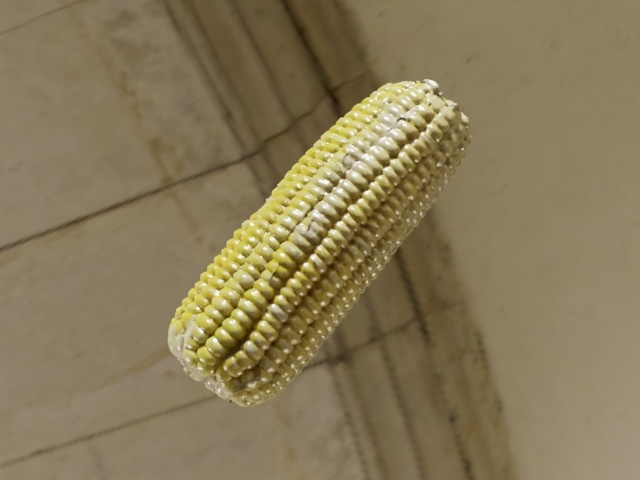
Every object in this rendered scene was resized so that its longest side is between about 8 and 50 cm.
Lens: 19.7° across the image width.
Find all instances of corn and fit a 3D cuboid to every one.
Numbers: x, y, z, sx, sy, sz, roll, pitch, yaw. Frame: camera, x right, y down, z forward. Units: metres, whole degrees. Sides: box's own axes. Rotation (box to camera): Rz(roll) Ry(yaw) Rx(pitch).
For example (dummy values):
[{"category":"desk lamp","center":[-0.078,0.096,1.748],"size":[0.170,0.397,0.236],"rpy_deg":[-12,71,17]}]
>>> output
[{"category":"corn","center":[0.000,0.000,0.820],"size":[0.063,0.085,0.165],"rpy_deg":[38,-100,7]}]
